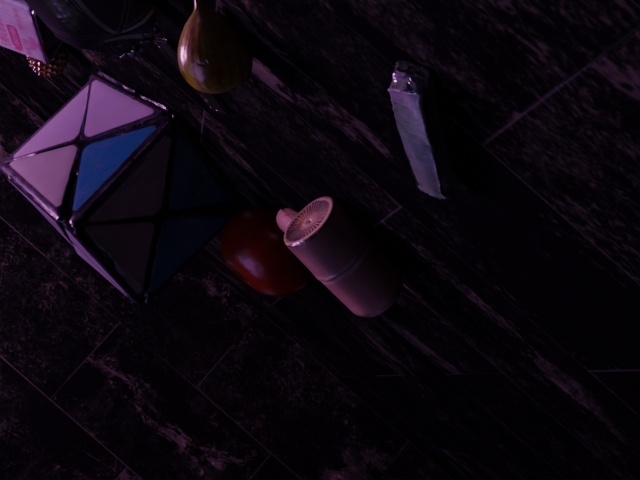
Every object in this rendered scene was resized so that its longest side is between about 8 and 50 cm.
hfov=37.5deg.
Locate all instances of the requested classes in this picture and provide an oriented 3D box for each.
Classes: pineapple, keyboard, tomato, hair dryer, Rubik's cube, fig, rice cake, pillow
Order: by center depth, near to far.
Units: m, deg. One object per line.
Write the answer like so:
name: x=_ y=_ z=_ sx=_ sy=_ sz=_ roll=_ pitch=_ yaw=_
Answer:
rice cake: x=0.107 y=-0.106 z=0.963 sx=0.043 sy=0.034 sz=0.211 roll=25 pitch=162 yaw=26
fig: x=-0.147 y=-0.245 z=1.125 sx=0.093 sy=0.093 sz=0.166 roll=29 pitch=162 yaw=44
pillow: x=-0.341 y=-0.364 z=1.217 sx=0.162 sy=0.092 sz=0.335 roll=-8 pitch=138 yaw=26
keyboard: x=-0.196 y=-0.250 z=1.436 sx=0.053 sy=0.010 sz=0.155 roll=23 pitch=158 yaw=53
hair dryer: x=0.000 y=0.000 z=1.576 sx=0.189 sy=0.107 sz=0.344 roll=45 pitch=177 yaw=-25
tomato: x=-0.104 y=0.025 z=1.822 sx=0.195 sy=0.136 sz=0.195 roll=38 pitch=167 yaw=10
pineapple: x=-0.546 y=-0.380 z=1.860 sx=0.083 sy=0.103 sz=0.221 roll=7 pitch=167 yaw=-4
Rubik's cube: x=-0.392 y=-0.108 z=1.879 sx=0.310 sy=0.305 sz=0.307 roll=33 pitch=163 yaw=42

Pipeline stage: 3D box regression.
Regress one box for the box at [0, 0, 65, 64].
box: x=-0.587 y=-0.424 z=1.527 sx=0.370 sy=0.112 sz=0.190 roll=20 pitch=160 yaw=0
